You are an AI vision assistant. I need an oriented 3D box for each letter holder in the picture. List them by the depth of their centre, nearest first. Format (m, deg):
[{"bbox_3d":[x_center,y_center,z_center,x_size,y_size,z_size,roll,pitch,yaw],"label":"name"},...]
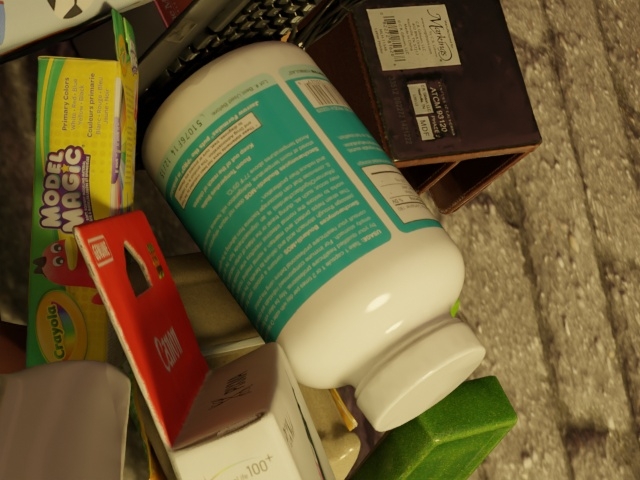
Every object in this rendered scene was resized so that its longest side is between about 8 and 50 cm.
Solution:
[{"bbox_3d":[0.056,-0.182,1.351,0.152,0.214,0.302,-8,75,-22],"label":"letter holder"}]

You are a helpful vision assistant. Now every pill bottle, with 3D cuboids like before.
[{"bbox_3d":[0.000,0.000,0.995,0.146,0.146,0.264,-6,54,-55],"label":"pill bottle"}]

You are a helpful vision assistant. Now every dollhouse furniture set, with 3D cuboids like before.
[{"bbox_3d":[-0.036,0.119,1.088,0.301,0.151,0.197,-8,58,-34],"label":"dollhouse furniture set"}]

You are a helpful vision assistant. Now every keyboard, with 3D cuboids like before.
[{"bbox_3d":[-0.040,-0.149,1.029,0.201,0.317,0.033,-15,69,-56],"label":"keyboard"}]

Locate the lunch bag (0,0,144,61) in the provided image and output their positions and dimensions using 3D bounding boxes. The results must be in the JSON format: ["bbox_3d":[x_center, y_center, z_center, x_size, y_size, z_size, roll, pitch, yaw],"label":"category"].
[{"bbox_3d":[-0.277,-0.284,0.862,0.328,0.239,0.385,-36,107,-54],"label":"lunch bag"}]

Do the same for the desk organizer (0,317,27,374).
[{"bbox_3d":[-0.215,0.040,0.909,0.050,0.047,0.130,17,57,-51],"label":"desk organizer"}]

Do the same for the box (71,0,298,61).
[{"bbox_3d":[-0.116,-0.186,1.144,0.170,0.091,0.130,-29,94,-56],"label":"box"}]

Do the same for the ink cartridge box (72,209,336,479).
[{"bbox_3d":[-0.048,0.087,0.806,0.275,0.060,0.239,-103,172,-87],"label":"ink cartridge box"}]

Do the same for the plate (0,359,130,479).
[{"bbox_3d":[-0.209,0.136,0.563,0.277,0.278,0.045,-114,180,-75],"label":"plate"}]

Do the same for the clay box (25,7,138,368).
[{"bbox_3d":[-0.146,-0.028,0.894,0.127,0.053,0.222,-141,-127,-87],"label":"clay box"}]
